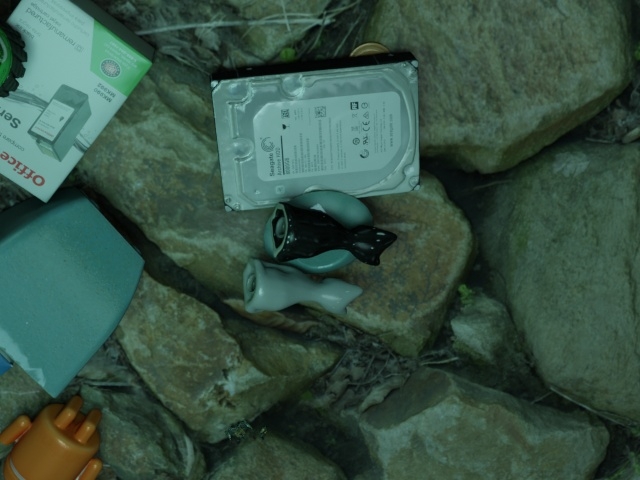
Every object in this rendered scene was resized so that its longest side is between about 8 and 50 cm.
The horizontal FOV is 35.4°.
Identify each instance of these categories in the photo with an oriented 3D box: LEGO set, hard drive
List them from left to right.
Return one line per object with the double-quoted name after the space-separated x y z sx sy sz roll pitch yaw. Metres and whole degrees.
-0.144 0.360 1.899 0.083 0.023 0.054 24 110 -30 "LEGO set"
-0.005 -0.179 1.665 0.339 0.064 0.237 -6 117 -5 "hard drive"

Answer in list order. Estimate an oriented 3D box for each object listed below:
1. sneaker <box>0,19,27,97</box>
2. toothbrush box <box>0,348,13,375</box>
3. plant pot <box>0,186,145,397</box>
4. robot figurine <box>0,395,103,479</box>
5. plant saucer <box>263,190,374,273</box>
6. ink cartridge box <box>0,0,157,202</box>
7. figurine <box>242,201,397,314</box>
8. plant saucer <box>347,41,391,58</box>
-0.573 -0.338 1.429 0.343 0.146 0.134 36 101 19 "sneaker"
-0.694 0.194 1.693 0.295 0.126 0.216 -37 113 7 "toothbrush box"
-0.431 0.052 1.618 0.252 0.247 0.248 -43 112 -8 "plant pot"
-0.484 0.381 1.800 0.158 0.128 0.219 26 107 -46 "robot figurine"
0.000 0.000 1.726 0.195 0.037 0.195 -6 135 -6 "plant saucer"
-0.424 -0.236 1.559 0.211 0.121 0.289 35 104 -19 "ink cartridge box"
-0.003 0.045 1.687 0.209 0.092 0.215 10 131 -25 "figurine"
0.083 -0.287 1.669 0.083 0.013 0.083 -3 113 -6 "plant saucer"
